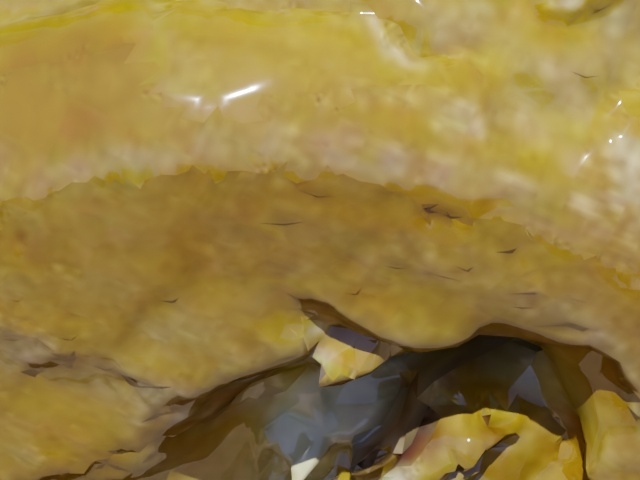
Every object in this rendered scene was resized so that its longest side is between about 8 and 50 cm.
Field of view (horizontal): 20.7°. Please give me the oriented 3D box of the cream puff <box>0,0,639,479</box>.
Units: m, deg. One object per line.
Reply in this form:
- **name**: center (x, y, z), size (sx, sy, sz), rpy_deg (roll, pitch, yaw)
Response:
- **cream puff**: center (0.000, 0.000, 0.523), size (0.327, 0.343, 0.231), rpy_deg (-7, 42, 6)
